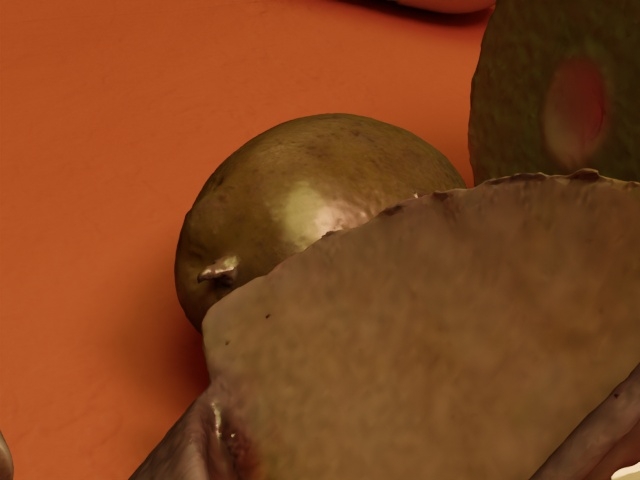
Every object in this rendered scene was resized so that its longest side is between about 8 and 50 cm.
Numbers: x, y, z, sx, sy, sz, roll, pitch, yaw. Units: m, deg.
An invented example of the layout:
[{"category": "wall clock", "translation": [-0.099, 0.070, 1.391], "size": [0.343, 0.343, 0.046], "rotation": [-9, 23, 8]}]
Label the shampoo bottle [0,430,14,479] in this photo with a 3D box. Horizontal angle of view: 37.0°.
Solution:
[{"category": "shampoo bottle", "translation": [-0.211, 0.099, 0.471], "size": [0.153, 0.071, 0.284], "rotation": [-23, 52, -39]}]

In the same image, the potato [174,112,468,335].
[{"category": "potato", "translation": [0.000, 0.000, 0.623], "size": [0.174, 0.159, 0.251], "rotation": [1, 13, 29]}]

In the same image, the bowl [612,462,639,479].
[{"category": "bowl", "translation": [0.166, 0.117, 0.517], "size": [0.238, 0.126, 0.237], "rotation": [4, 42, -3]}]

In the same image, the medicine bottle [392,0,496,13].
[{"category": "medicine bottle", "translation": [0.124, -0.410, 1.187], "size": [0.406, 0.235, 0.235], "rotation": [14, 34, 0]}]

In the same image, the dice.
[{"category": "dice", "translation": [0.324, -0.091, 0.723], "size": [0.330, 0.322, 0.318], "rotation": [-2, 37, -21]}]

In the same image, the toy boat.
[{"category": "toy boat", "translation": [0.025, 0.092, 0.417], "size": [0.111, 0.293, 0.276], "rotation": [41, -11, -37]}]
